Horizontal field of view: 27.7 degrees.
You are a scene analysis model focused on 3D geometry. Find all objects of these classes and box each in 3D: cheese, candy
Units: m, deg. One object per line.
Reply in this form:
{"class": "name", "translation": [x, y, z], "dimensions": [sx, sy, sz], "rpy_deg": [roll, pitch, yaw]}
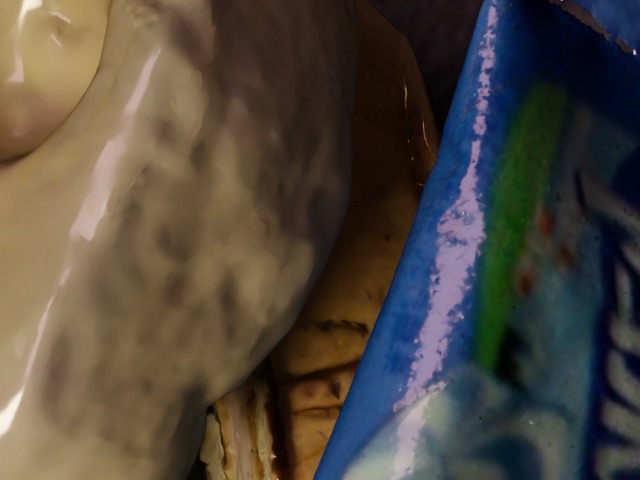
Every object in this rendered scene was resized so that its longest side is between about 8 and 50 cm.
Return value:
{"class": "cheese", "translation": [-0.134, -0.037, 0.463], "dimensions": [0.318, 0.115, 0.326], "rpy_deg": [-23, 60, 23]}
{"class": "candy", "translation": [0.079, 0.069, 0.446], "dimensions": [0.077, 0.187, 0.331], "rpy_deg": [15, 82, 59]}

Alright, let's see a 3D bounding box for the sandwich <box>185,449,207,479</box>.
{"class": "sandwich", "translation": [-0.184, 0.131, 0.615], "dimensions": [0.262, 0.131, 0.325], "rpy_deg": [23, 90, 35]}

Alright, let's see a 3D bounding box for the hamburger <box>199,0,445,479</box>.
{"class": "hamburger", "translation": [0.000, 0.000, 0.545], "dimensions": [0.124, 0.131, 0.262], "rpy_deg": [137, 127, -67]}
